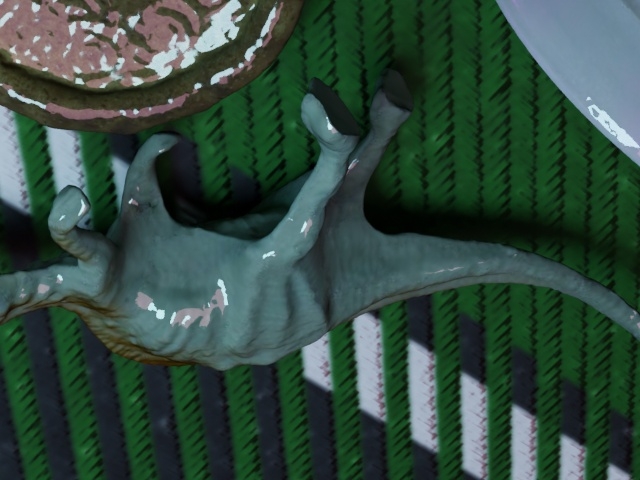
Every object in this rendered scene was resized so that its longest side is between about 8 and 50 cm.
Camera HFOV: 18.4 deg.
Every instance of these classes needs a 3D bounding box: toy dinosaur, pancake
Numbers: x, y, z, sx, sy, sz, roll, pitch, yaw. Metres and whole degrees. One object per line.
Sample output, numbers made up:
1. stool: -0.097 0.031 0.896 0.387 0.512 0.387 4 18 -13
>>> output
1. toy dinosaur: 0.000 0.000 0.990 0.393 0.092 0.205 10 129 -31
2. pancake: -0.100 -0.136 0.898 0.199 0.021 0.199 -1 117 -3

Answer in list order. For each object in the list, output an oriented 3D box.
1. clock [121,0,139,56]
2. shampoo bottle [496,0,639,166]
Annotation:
1. clock: -0.054 -0.111 0.943 0.085 0.017 0.085 -5 126 -7
2. shampoo bottle: 0.222 -0.153 0.811 0.273 0.273 0.266 24 127 -25
